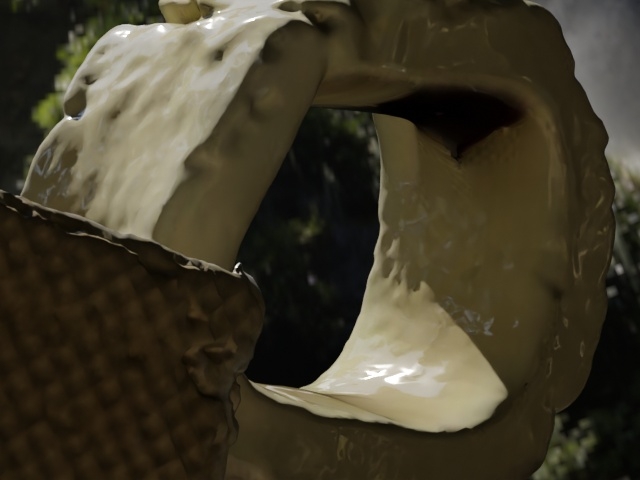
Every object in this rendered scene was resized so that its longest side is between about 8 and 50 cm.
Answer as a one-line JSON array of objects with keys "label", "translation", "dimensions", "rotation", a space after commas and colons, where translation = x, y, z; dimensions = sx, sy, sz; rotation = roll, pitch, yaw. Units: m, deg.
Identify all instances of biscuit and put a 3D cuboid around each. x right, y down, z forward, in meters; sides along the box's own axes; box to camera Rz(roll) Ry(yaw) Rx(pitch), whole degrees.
[{"label": "biscuit", "translation": [-0.207, 0.015, 0.686], "dimensions": [0.426, 0.078, 0.144], "rotation": [23, -101, -35]}]

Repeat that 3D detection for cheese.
[{"label": "cheese", "translation": [-0.002, -0.003, 1.040], "dimensions": [0.332, 0.153, 0.292], "rotation": [4, -88, -45]}]
